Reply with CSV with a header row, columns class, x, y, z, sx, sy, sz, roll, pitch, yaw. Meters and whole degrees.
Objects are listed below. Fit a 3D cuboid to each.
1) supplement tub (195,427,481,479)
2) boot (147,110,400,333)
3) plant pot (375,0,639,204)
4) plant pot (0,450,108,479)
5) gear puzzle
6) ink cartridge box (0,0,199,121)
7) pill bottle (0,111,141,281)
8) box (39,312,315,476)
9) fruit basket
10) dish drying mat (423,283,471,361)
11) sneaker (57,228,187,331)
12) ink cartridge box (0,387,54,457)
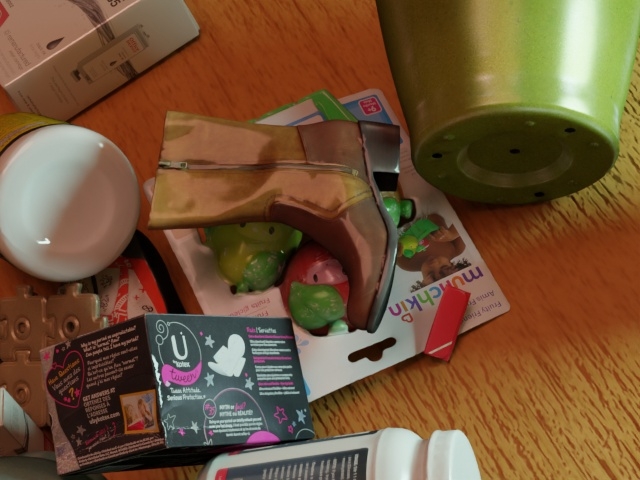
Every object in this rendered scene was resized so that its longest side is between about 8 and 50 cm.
class,x,y,z,sx,sy,sz,roll,pitch,yaw
supplement tub,0.021,0.293,1.592,0.272,0.191,0.191,-10,50,15
boot,-0.053,-0.025,1.752,0.280,0.096,0.264,2,71,0
plant pot,0.225,-0.246,1.862,0.366,0.366,0.353,-7,62,17
plant pot,-0.313,0.343,1.658,0.293,0.293,0.196,-4,24,20
gear puzzle,-0.309,0.140,1.886,0.339,0.044,0.175,-4,84,33
ink cartridge box,-0.349,-0.312,2.276,0.283,0.117,0.207,-34,48,-5
pill bottle,-0.362,-0.065,1.981,0.188,0.188,0.334,-43,23,-13
box,-0.150,0.161,1.664,0.163,0.247,0.142,-19,75,34
fruit basket,0.000,0.000,1.852,0.327,0.165,0.353,-23,58,-9
dish drying mat,0.144,0.094,1.789,0.032,0.008,0.083,20,85,-7
sneaker,-0.233,0.123,1.909,0.145,0.090,0.270,-34,54,10
ink cartridge box,-0.385,0.238,1.842,0.099,0.135,0.056,-15,49,11
